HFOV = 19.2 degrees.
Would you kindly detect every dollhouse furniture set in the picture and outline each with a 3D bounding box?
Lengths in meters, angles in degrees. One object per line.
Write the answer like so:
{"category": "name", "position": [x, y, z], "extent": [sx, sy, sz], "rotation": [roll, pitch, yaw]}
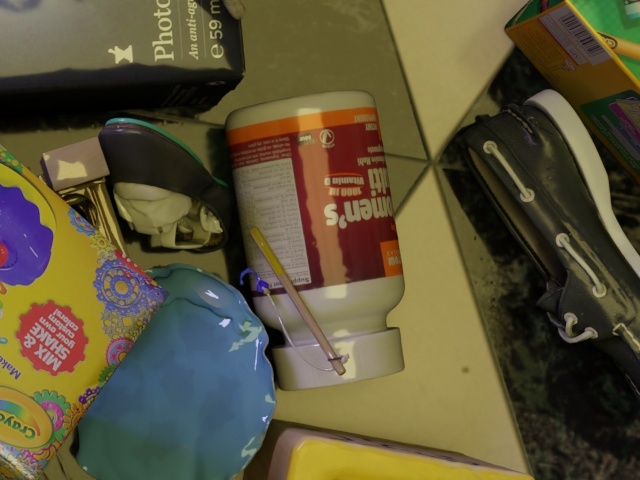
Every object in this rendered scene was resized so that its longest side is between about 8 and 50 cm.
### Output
{"category": "dollhouse furniture set", "position": [-0.230, 0.005, 1.397], "extent": [0.161, 0.182, 0.101], "rotation": [-19, 90, -10]}

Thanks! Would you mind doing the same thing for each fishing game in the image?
{"category": "fishing game", "position": [-0.116, 0.112, 1.442], "extent": [0.264, 0.041, 0.189], "rotation": [-41, 68, 10]}

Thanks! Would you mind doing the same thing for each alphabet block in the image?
{"category": "alphabet block", "position": [0.037, 0.248, 1.433], "extent": [0.192, 0.197, 0.193], "rotation": [10, 87, -10]}

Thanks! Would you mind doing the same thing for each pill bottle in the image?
{"category": "pill bottle", "position": [0.000, 0.000, 1.473], "extent": [0.121, 0.121, 0.221], "rotation": [-9, 90, -11]}

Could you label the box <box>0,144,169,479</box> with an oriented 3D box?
{"category": "box", "position": [-0.312, 0.044, 1.299], "extent": [0.290, 0.279, 0.177], "rotation": [43, 55, -12]}

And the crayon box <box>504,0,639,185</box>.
{"category": "crayon box", "position": [0.285, -0.103, 1.509], "extent": [0.081, 0.165, 0.278], "rotation": [-44, 96, -9]}

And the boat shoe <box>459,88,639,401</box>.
{"category": "boat shoe", "position": [0.211, 0.030, 1.524], "extent": [0.091, 0.114, 0.302], "rotation": [-26, 81, -11]}

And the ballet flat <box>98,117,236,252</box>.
{"category": "ballet flat", "position": [-0.113, -0.032, 1.417], "extent": [0.074, 0.203, 0.074], "rotation": [-4, 75, 15]}

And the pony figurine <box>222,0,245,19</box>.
{"category": "pony figurine", "position": [-0.174, -0.312, 1.220], "extent": [0.364, 0.303, 0.351], "rotation": [1, 118, -14]}

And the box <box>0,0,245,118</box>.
{"category": "box", "position": [-0.221, -0.244, 1.411], "extent": [0.294, 0.183, 0.296], "rotation": [-5, 89, -10]}
